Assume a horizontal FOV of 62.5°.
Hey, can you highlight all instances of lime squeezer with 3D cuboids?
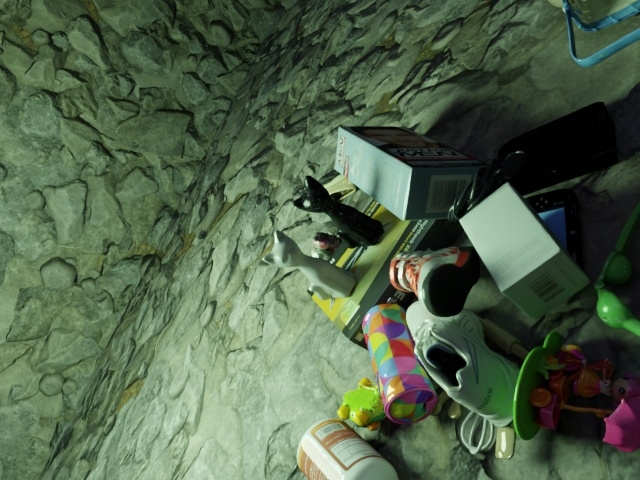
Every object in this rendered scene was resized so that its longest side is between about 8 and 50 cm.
[{"bbox_3d":[0.444,0.057,0.747,0.109,0.058,0.311,-28,39,40],"label":"lime squeezer"}]

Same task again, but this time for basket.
[{"bbox_3d":[0.563,-0.481,0.949,0.254,0.201,0.289,-21,52,40],"label":"basket"}]

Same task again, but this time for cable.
[{"bbox_3d":[0.284,-0.093,0.951,0.184,0.047,0.150,-35,-9,-31],"label":"cable"}]

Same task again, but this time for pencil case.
[{"bbox_3d":[0.144,0.216,0.973,0.104,0.104,0.236,-43,29,22],"label":"pencil case"}]

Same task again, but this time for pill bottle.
[{"bbox_3d":[0.056,0.407,0.904,0.121,0.121,0.216,-59,30,-5],"label":"pill bottle"}]

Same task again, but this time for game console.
[{"bbox_3d":[0.412,-0.071,0.928,0.213,0.044,0.362,-23,44,44],"label":"game console"}]

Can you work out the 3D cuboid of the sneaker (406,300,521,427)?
[{"bbox_3d":[0.207,0.168,0.852,0.111,0.129,0.297,-61,22,9],"label":"sneaker"}]

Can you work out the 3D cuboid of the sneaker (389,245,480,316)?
[{"bbox_3d":[0.180,0.073,0.929,0.144,0.090,0.270,-7,9,30],"label":"sneaker"}]

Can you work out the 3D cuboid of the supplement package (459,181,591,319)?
[{"bbox_3d":[0.318,0.013,0.837,0.105,0.105,0.179,-42,34,21],"label":"supplement package"}]

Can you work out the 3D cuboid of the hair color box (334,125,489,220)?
[{"bbox_3d":[0.186,-0.164,1.179,0.374,0.185,0.114,-132,42,-59],"label":"hair color box"}]

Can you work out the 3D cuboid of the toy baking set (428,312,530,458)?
[{"bbox_3d":[0.264,0.233,0.868,0.197,0.030,0.256,-62,24,2],"label":"toy baking set"}]

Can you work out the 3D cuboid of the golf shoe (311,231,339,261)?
[{"bbox_3d":[0.007,0.025,1.352,0.186,0.067,0.086,-41,-37,-76],"label":"golf shoe"}]

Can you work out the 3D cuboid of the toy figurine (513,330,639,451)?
[{"bbox_3d":[0.366,0.206,0.697,0.159,0.130,0.173,6,41,42],"label":"toy figurine"}]

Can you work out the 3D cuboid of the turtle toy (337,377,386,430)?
[{"bbox_3d":[0.083,0.317,1.005,0.095,0.066,0.130,-45,20,-29],"label":"turtle toy"}]

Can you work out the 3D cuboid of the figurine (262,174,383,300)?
[{"bbox_3d":[0.000,0.000,1.123,0.092,0.209,0.215,16,75,59],"label":"figurine"}]

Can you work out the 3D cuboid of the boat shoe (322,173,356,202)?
[{"bbox_3d":[0.025,-0.123,1.520,0.190,0.068,0.072,-34,48,33],"label":"boat shoe"}]

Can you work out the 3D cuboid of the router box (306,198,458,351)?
[{"bbox_3d":[0.125,0.057,1.180,0.309,0.081,0.243,-55,30,3],"label":"router box"}]

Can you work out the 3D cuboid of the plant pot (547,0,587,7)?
[{"bbox_3d":[0.573,-0.686,1.140,0.284,0.190,0.284,-36,36,32],"label":"plant pot"}]
